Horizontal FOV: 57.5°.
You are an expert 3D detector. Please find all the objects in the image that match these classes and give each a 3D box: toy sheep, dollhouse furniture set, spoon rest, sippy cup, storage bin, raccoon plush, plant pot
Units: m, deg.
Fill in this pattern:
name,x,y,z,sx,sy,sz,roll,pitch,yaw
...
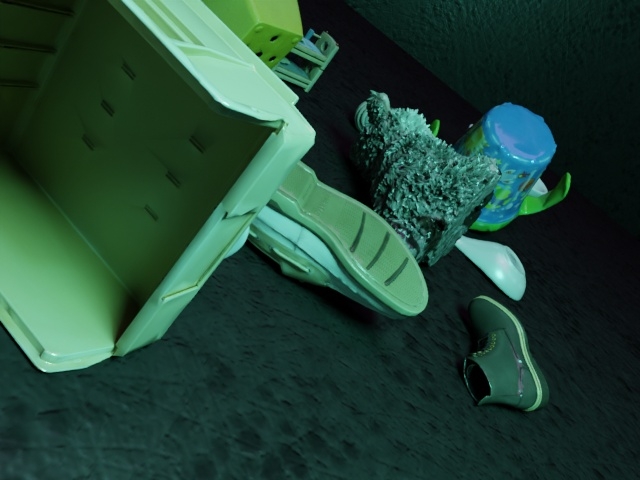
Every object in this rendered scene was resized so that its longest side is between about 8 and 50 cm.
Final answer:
name,x,y,z,sx,sy,sz,roll,pitch,yaw
toy sheep,0.122,-0.282,1.359,0.091,0.091,0.132,29,10,-22
dollhouse furniture set,-0.076,-0.457,1.314,0.129,0.129,0.184,9,40,-46
spoon rest,0.337,0.011,1.226,0.276,0.084,0.137,53,27,-5
sippy cup,0.391,-0.174,1.299,0.305,0.224,0.240,-11,64,-23
storage bin,-0.182,-0.076,0.456,0.260,0.262,0.123,46,25,12
raccoon plush,0.110,-0.118,0.986,0.299,0.216,0.446,41,26,18
plant pot,-0.158,-0.418,1.087,0.212,0.212,0.187,-13,71,-58

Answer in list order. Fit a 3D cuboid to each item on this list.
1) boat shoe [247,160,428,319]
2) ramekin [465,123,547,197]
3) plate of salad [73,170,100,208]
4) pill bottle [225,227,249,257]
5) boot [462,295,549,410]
name,x,y,z,sx,sy,sz,roll,pitch,yaw
boat shoe,0.000,0.000,0.743,0.302,0.103,0.113,41,41,-2
ramekin,0.469,-0.177,1.595,0.277,0.135,0.277,32,28,-19
plate of salad,-0.192,-0.056,0.647,0.200,0.048,0.200,41,24,-22
pill bottle,-0.119,-0.056,0.607,0.086,0.086,0.152,26,30,-27
boot,0.249,0.159,0.878,0.136,0.077,0.198,13,37,-35
